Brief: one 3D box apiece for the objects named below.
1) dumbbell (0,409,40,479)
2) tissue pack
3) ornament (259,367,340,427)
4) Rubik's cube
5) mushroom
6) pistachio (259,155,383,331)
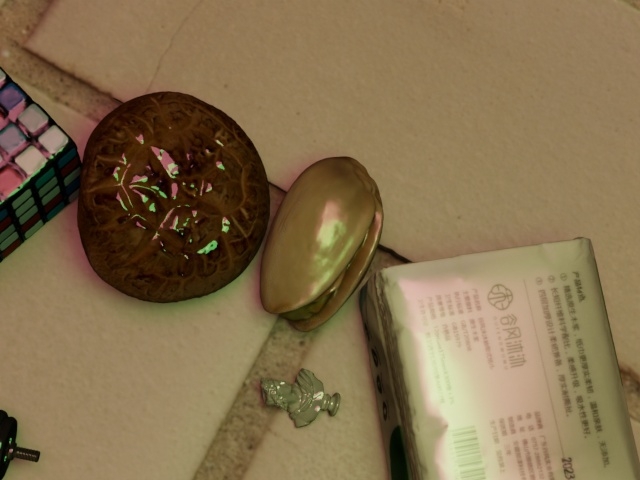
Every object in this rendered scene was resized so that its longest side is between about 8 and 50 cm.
[{"bbox_3d":[-0.423,0.225,1.486,0.208,0.099,0.099,12,76,-1],"label":"dumbbell"},{"bbox_3d":[0.205,0.196,1.497,0.266,0.194,0.356,-8,79,-7],"label":"tissue pack"},{"bbox_3d":[-0.024,0.188,1.560,0.092,0.041,0.068,-13,83,-18],"label":"ornament"},{"bbox_3d":[-0.401,-0.092,1.520,0.184,0.187,0.182,-42,83,-11],"label":"Rubik's cube"},{"bbox_3d":[-0.173,-0.050,1.539,0.253,0.153,0.253,2,85,-27],"label":"mushroom"},{"bbox_3d":[0.000,0.000,1.563,0.144,0.144,0.215,27,82,2],"label":"pistachio"}]
